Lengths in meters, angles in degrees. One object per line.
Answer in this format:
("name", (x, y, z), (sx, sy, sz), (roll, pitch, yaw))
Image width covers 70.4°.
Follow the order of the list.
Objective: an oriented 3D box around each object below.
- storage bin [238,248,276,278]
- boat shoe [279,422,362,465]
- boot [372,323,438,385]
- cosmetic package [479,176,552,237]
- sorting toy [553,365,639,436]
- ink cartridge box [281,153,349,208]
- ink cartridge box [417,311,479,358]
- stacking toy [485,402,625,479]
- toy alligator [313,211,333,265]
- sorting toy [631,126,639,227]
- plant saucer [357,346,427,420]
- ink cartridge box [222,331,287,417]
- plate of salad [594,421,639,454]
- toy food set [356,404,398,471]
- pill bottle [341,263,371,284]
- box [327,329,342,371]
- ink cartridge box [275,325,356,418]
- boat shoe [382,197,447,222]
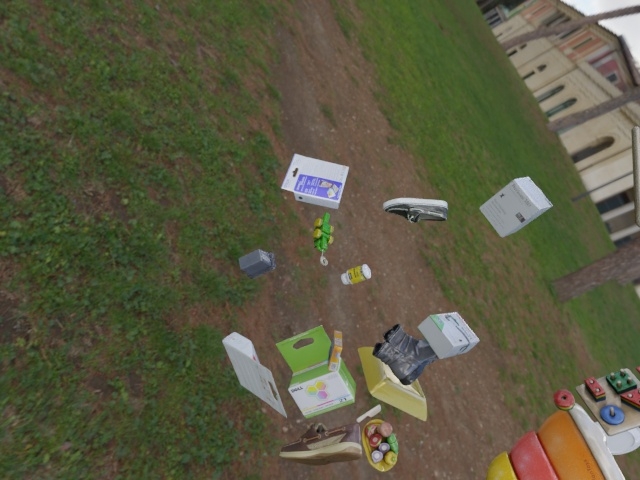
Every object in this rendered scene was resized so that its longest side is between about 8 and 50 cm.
("storage bin", (-0.269, 0.085, 1.878), (0.091, 0.135, 0.098), (42, 28, -58))
("boat shoe", (0.000, 0.695, 1.566), (0.123, 0.342, 0.123), (35, 44, -33))
("boot", (0.405, 0.442, 1.980), (0.222, 0.338, 0.118), (49, -16, -4))
("cosmetic package", (0.758, -0.131, 1.765), (0.151, 0.183, 0.151), (-14, 64, -45))
("sorting toy", (0.702, 0.362, 1.057), (0.132, 0.274, 0.046), (-101, 165, -56))
("ink cartridge box", (-0.017, -0.212, 1.610), (0.208, 0.045, 0.206), (15, 48, 2))
("ink cartridge box", (0.531, 0.388, 1.876), (0.219, 0.092, 0.160), (3, 43, -45))
("stacking toy", (0.605, 0.705, 1.315), (0.350, 0.480, 0.350), (56, 17, -28))
("toy alligator", (0.000, 0.000, 1.316), (0.056, 0.051, 0.189), (29, 48, -30))
("sorting toy", (0.618, -0.032, 0.783), (0.229, 0.041, 0.307), (25, 62, -12))
("plant saucer", (0.353, 0.650, 2.145), (0.333, 0.081, 0.332), (31, 18, -17))
("ink cartridge box", (-0.177, 0.387, 1.324), (0.066, 0.232, 0.189), (-37, 125, -37))
("plate of salad", (1.069, 0.717, 1.669), (0.200, 0.200, 0.048), (52, 29, -19))
("toy food set", (0.222, 0.725, 1.651), (0.128, 0.071, 0.218), (-13, 75, -27))
("pill bottle", (0.149, 0.147, 1.920), (0.065, 0.116, 0.065), (43, 35, -40))
("box", (0.045, 0.335, 1.400), (0.028, 0.081, 0.136), (15, 12, 1))
("ink cartridge box", (-0.022, 0.438, 1.508), (0.255, 0.189, 0.097), (61, 15, -15))
("boat shoe", (0.321, -0.099, 1.549), (0.078, 0.219, 0.070), (62, 32, -67))
